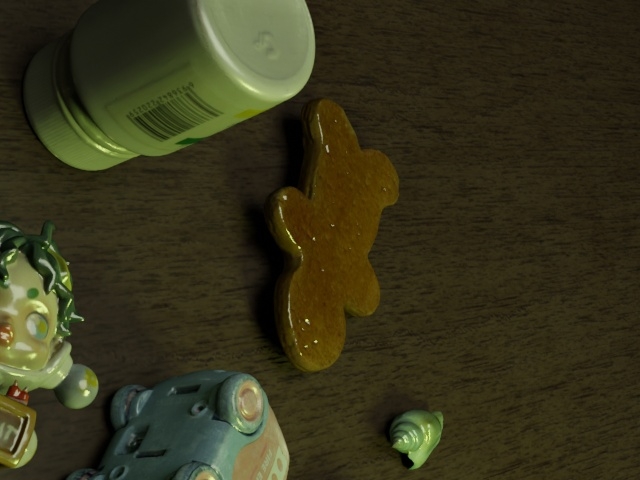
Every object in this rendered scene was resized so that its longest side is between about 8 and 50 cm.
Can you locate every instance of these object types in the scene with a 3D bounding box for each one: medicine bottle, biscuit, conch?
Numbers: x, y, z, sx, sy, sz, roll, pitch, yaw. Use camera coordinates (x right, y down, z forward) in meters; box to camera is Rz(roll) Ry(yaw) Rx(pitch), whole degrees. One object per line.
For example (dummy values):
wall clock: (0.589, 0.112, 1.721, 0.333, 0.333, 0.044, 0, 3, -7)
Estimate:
medicine bottle: (-0.193, -0.216, 1.657, 0.208, 0.339, 0.208, 22, 59, -43)
biscuit: (-0.001, 0.001, 2.014, 0.283, 0.064, 0.432, 45, 46, -41)
conch: (0.149, 0.301, 2.066, 0.180, 0.065, 0.088, -9, 80, -60)

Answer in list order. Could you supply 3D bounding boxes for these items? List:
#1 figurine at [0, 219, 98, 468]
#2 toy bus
figurine: (-0.368, 0.142, 1.427, 0.261, 0.186, 0.382, 36, 51, -40)
toy bus: (-0.148, 0.306, 1.627, 0.232, 0.197, 0.294, 58, 38, -31)
